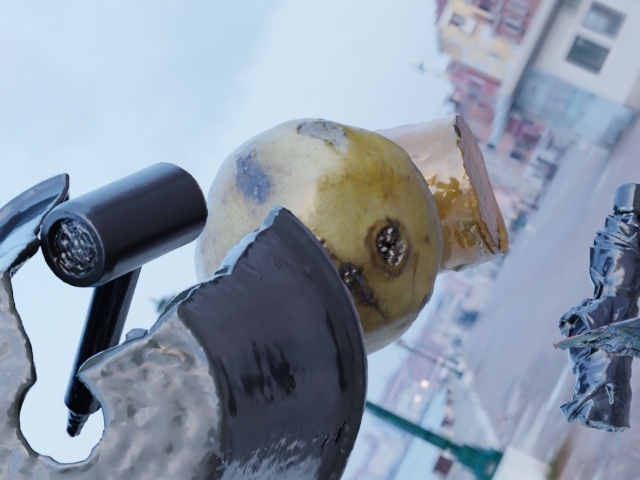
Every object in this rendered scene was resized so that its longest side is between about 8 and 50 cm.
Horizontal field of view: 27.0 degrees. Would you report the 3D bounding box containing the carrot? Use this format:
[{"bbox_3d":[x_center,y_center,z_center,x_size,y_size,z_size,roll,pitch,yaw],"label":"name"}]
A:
[{"bbox_3d":[0.049,-0.027,1.662,0.224,0.341,0.224,-18,-90,-72],"label":"carrot"}]

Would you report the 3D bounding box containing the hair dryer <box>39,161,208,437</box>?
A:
[{"bbox_3d":[-0.177,0.065,1.052,0.128,0.070,0.255,-28,-37,-56],"label":"hair dryer"}]

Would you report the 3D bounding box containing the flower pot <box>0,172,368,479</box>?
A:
[{"bbox_3d":[-0.160,0.129,1.004,0.251,0.379,0.379,-29,-36,-85],"label":"flower pot"}]

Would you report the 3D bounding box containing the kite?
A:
[{"bbox_3d":[0.232,0.067,0.826,0.159,0.190,0.010,49,-128,-58],"label":"kite"}]

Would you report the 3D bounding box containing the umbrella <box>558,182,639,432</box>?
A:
[{"bbox_3d":[0.253,0.056,1.178,0.080,0.071,0.224,35,-114,-61],"label":"umbrella"}]

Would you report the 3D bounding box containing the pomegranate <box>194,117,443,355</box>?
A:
[{"bbox_3d":[0.000,0.000,1.389,0.260,0.260,0.260,-62,-7,-14],"label":"pomegranate"}]
